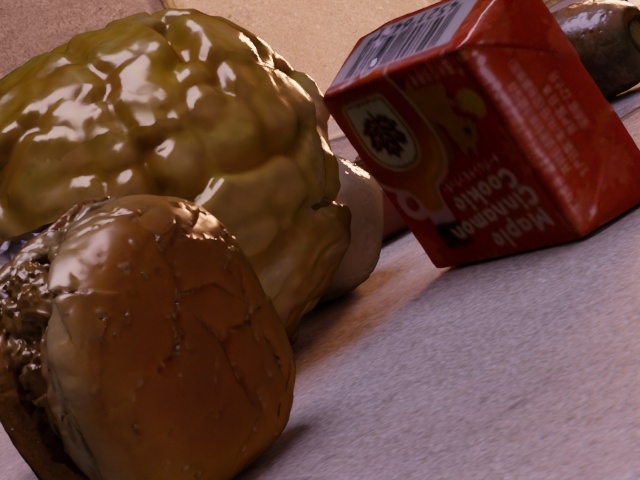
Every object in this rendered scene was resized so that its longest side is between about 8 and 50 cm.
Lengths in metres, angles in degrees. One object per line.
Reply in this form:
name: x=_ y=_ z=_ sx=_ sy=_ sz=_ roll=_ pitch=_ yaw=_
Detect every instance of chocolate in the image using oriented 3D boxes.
chocolate: x=0.141 y=-0.093 z=1.545 sx=0.108 sy=0.235 sz=0.237 roll=-45 pitch=18 yaw=-33

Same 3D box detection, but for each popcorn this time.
popcorn: x=-0.169 y=-0.023 z=1.579 sx=0.354 sy=0.390 sz=0.344 roll=10 pitch=4 yaw=-26

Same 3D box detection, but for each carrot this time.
carrot: x=0.294 y=-0.217 z=2.272 sx=0.302 sy=0.139 sz=0.139 roll=-29 pitch=3 yaw=42

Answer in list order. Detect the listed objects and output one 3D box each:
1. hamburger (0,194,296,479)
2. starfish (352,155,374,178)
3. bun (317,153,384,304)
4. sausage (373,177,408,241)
hamburger: x=-0.127 y=0.080 z=1.244 sx=0.163 sy=0.244 sz=0.244 roll=-20 pitch=9 yaw=41
starfish: x=0.029 y=-0.046 z=2.059 sx=0.299 sy=0.060 sz=0.302 roll=-32 pitch=-10 yaw=-20
bun: x=0.000 y=0.000 z=1.760 sx=0.113 sy=0.166 sz=0.173 roll=21 pitch=-13 yaw=-33
sausage: x=0.081 y=-0.043 z=1.967 sx=0.194 sy=0.077 sz=0.077 roll=-28 pitch=8 yaw=-22
